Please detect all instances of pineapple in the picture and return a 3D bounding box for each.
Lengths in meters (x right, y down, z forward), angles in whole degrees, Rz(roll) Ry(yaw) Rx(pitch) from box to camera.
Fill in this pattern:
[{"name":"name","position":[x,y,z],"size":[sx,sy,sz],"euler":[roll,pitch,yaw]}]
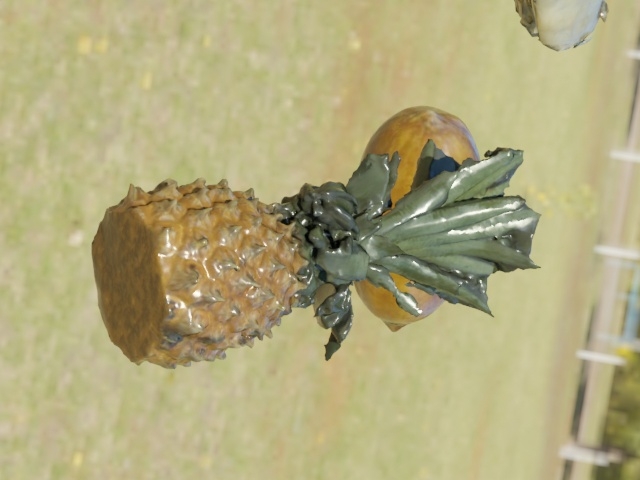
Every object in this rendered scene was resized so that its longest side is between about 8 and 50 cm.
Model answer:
[{"name":"pineapple","position":[0.000,0.000,1.055],"size":[0.119,0.277,0.130],"euler":[-45,-121,51]}]

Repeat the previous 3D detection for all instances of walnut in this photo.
[{"name":"walnut","position":[0.074,-0.013,1.376],"size":[0.116,0.116,0.207],"euler":[-62,161,-60]}]

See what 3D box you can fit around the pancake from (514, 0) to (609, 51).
[{"name":"pancake","position":[0.145,-0.284,0.951],"size":[0.382,0.071,0.382],"euler":[4,90,-83]}]
